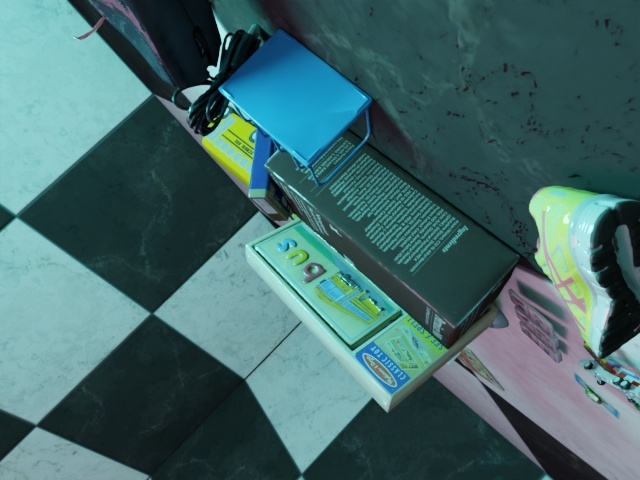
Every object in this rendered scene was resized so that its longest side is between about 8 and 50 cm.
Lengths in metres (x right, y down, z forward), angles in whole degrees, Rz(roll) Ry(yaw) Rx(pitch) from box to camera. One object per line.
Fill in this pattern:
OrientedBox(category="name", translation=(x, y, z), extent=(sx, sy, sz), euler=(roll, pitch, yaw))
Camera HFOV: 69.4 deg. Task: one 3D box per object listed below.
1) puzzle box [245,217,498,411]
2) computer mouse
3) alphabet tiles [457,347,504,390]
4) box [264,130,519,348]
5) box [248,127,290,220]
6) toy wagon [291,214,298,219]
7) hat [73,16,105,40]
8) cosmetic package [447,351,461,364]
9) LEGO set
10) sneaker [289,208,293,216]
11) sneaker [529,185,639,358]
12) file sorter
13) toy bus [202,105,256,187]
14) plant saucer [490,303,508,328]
OrientedBox(category="puzzle box", translation=(0.080, 0.080, 0.864), extent=(0.409, 0.272, 0.052), euler=(41, 147, 32))
OrientedBox(category="computer mouse", translation=(-0.177, -0.282, 0.573), extent=(0.072, 0.188, 0.272), euler=(6, 154, 39))
OrientedBox(category="alphabet tiles", translation=(0.448, 0.362, 1.455), extent=(0.198, 0.009, 0.237), euler=(47, 172, -21))
OrientedBox(category="box", translation=(0.102, -0.016, 0.737), extent=(0.381, 0.143, 0.191), euler=(40, 171, 24))
OrientedBox(category="box", translation=(-0.081, -0.161, 0.831), extent=(0.037, 0.225, 0.136), euler=(0, 166, 12))
OrientedBox(category="toy wagon", translation=(0.000, 0.000, 1.697), extent=(0.344, 0.068, 0.267), euler=(44, 173, 9))
OrientedBox(category="hat", translation=(-0.383, -0.434, 0.905), extent=(0.173, 0.183, 0.208), euler=(46, 173, -9))
OrientedBox(category="cosmetic package", translation=(0.315, 0.267, 1.388), extent=(0.239, 0.060, 0.099), euler=(48, 171, -22))
OrientedBox(category="LEGO set", translation=(0.381, 0.169, 0.646), extent=(0.244, 0.060, 0.182), euler=(51, -178, 42))
OrientedBox(category="sneaker", translation=(-0.165, -0.174, 1.500), extent=(0.267, 0.106, 0.101), euler=(50, 173, -29))
OrientedBox(category="sneaker", translation=(0.247, 0.026, 0.424), extent=(0.208, 0.081, 0.094), euler=(58, 174, -36))
OrientedBox(category="file sorter", translation=(-0.027, -0.176, 0.638), extent=(0.170, 0.118, 0.104), euler=(43, 177, 17))
OrientedBox(category="toy bus", translation=(-0.202, -0.239, 1.220), extent=(0.333, 0.130, 0.108), euler=(39, 171, 39))
OrientedBox(category="plant saucer", translation=(0.304, 0.131, 0.888), extent=(0.119, 0.021, 0.119), euler=(45, 173, 7))
